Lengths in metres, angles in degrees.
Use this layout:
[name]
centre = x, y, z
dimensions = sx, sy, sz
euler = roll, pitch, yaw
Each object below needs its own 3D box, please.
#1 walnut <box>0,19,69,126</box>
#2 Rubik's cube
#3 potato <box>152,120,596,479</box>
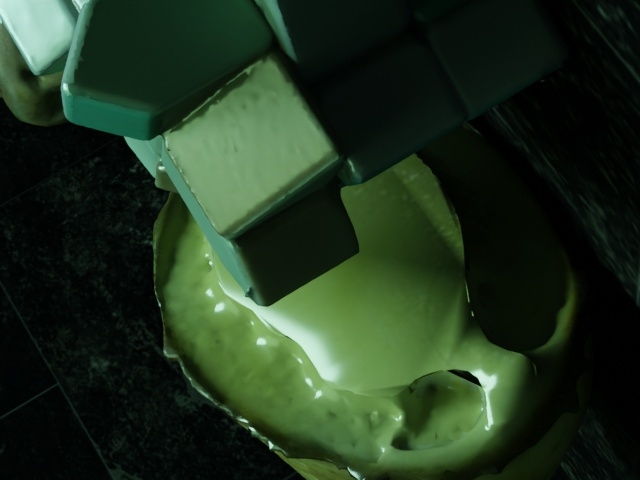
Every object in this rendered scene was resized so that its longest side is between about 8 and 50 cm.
[walnut]
centre = -0.216, -0.214, 1.632
dimensions = 0.248, 0.248, 0.248
euler = 58, 172, 12
[Rubik's cube]
centre = -0.024, -0.098, 0.900
dimensions = 0.224, 0.213, 0.265
euler = 61, 170, -3
[potato]
centre = 0.046, 0.058, 1.103
dimensions = 0.285, 0.242, 0.242
euler = 33, 160, 28
